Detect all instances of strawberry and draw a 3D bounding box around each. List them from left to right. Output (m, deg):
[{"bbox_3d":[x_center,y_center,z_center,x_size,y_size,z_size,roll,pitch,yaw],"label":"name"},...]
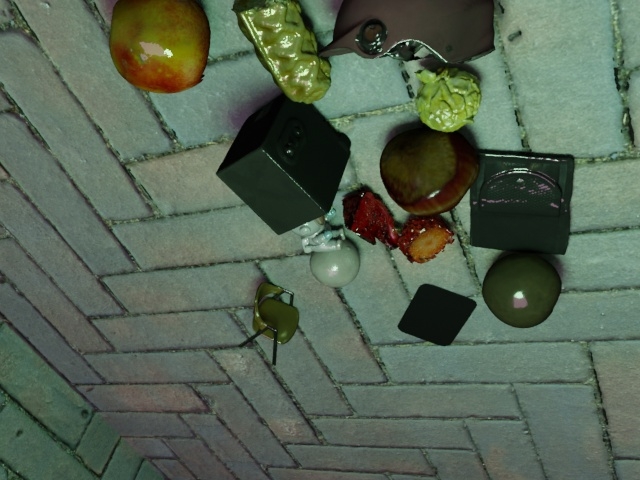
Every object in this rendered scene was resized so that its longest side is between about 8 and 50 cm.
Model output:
[{"bbox_3d":[0.269,-0.008,1.845,0.145,0.086,0.145,-11,127,-16],"label":"strawberry"}]

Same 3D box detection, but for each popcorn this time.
[{"bbox_3d":[0.272,-0.301,1.511,0.141,0.135,0.162,2,138,30],"label":"popcorn"}]

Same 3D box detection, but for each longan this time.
[{"bbox_3d":[0.519,0.130,1.833,0.197,0.196,0.220,7,152,14],"label":"longan"}]

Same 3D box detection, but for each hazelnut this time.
[{"bbox_3d":[0.249,-0.156,1.638,0.229,0.229,0.229,11,138,10],"label":"hazelnut"}]

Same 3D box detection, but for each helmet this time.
[{"bbox_3d":[0.166,-0.435,1.337,0.338,0.271,0.197,9,108,20],"label":"helmet"}]

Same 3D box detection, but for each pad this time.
[{"bbox_3d":[0.350,0.231,2.149,0.181,0.004,0.267,20,138,0],"label":"pad"}]

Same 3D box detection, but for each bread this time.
[{"bbox_3d":[-0.073,-0.416,1.531,0.152,0.130,0.267,29,158,52],"label":"bread"}]

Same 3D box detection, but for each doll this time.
[{"bbox_3d":[0.000,0.000,1.943,0.151,0.151,0.287,-13,125,32],"label":"doll"}]

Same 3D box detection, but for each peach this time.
[{"bbox_3d":[-0.349,-0.435,1.551,0.231,0.231,0.231,11,138,10],"label":"peach"}]

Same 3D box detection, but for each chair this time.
[{"bbox_3d":[-0.157,0.252,2.257,0.172,0.158,0.247,27,140,-4],"label":"chair"}]

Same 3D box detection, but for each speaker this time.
[{"bbox_3d":[-0.074,-0.190,1.675,0.184,0.254,0.232,-23,123,39],"label":"speaker"}]

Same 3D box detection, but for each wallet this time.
[{"bbox_3d":[0.489,-0.084,1.731,0.247,0.041,0.323,6,139,18],"label":"wallet"}]

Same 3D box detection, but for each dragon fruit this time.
[{"bbox_3d":[0.149,-0.047,1.851,0.092,0.122,0.192,-37,113,27],"label":"dragon fruit"}]
